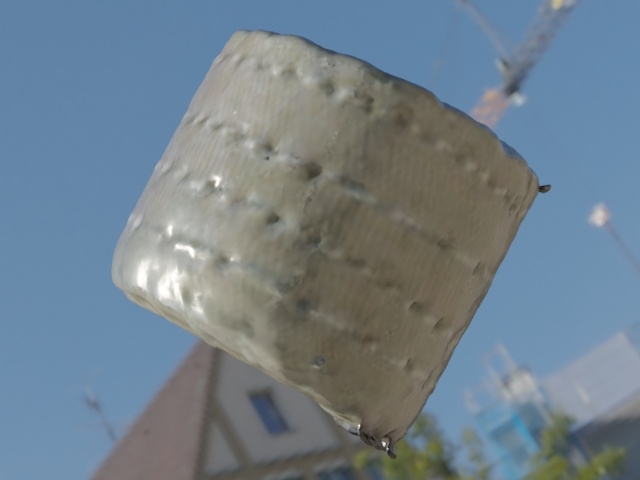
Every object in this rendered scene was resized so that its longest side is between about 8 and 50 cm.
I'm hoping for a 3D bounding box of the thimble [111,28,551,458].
[{"bbox_3d":[0.000,0.000,0.507,0.090,0.102,0.115,-62,-18,-4],"label":"thimble"}]
